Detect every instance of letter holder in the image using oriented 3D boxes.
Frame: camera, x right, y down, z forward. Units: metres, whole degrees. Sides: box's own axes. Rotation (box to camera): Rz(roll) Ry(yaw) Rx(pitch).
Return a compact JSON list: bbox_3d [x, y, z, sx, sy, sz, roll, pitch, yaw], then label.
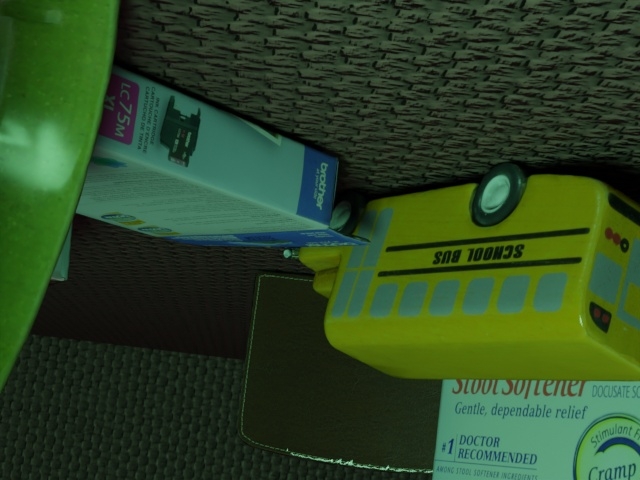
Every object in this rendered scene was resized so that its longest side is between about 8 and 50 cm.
[{"bbox_3d":[0.069,0.165,1.506,0.302,0.214,0.152,5,169,8],"label":"letter holder"}]

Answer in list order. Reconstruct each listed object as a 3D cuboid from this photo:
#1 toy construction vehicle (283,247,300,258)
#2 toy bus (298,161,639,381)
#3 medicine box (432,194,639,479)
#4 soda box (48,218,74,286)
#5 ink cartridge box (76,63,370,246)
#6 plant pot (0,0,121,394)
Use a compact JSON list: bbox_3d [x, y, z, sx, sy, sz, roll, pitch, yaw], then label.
[{"bbox_3d":[0.000,0.000,1.182,0.086,0.035,0.098,2,179,-44],"label":"toy construction vehicle"},{"bbox_3d":[0.110,0.030,0.939,0.108,0.130,0.333,28,160,-31],"label":"toy bus"},{"bbox_3d":[0.228,0.125,0.986,0.149,0.289,0.263,13,168,-32],"label":"medicine box"},{"bbox_3d":[-0.320,0.006,1.256,0.092,0.083,0.263,11,168,-24],"label":"soda box"},{"bbox_3d":[-0.124,-0.053,0.880,0.186,0.065,0.311,-2,164,40],"label":"ink cartridge box"},{"bbox_3d":[-0.250,-0.049,0.534,0.254,0.276,0.276,19,169,0],"label":"plant pot"}]
